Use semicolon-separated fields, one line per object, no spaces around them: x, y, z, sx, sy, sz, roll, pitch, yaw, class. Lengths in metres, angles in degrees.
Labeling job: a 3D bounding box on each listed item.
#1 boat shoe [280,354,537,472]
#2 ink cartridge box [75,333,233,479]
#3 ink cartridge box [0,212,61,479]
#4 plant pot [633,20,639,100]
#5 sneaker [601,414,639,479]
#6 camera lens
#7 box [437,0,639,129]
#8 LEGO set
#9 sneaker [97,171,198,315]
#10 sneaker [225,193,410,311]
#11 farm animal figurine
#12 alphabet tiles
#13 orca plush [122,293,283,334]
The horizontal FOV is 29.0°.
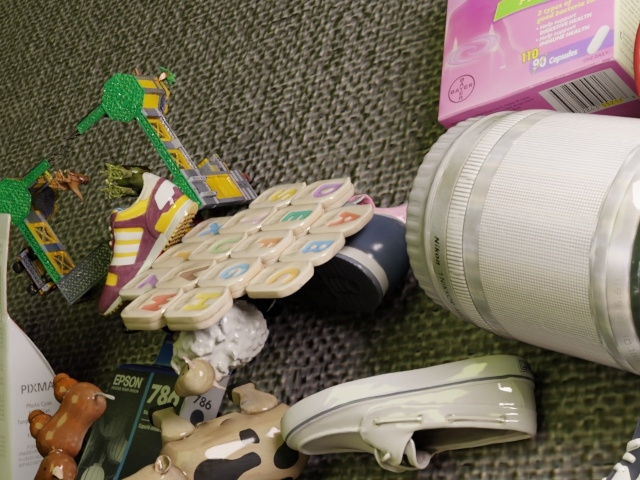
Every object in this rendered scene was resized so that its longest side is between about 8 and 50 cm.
0.086;0.187;1.229;0.267;0.096;0.088;-13;60;15;boat shoe
-0.219;0.261;1.523;0.165;0.065;0.332;0;63;45;ink cartridge box
-0.469;0.154;1.702;0.308;0.091;0.385;1;92;46;ink cartridge box
0.394;-0.161;1.105;0.174;0.191;0.191;-4;62;54;plant pot
0.274;0.198;1.049;0.235;0.094;0.153;-21;49;34;sneaker
0.241;-0.005;1.118;0.274;0.219;0.219;14;75;48;camera lens
0.253;-0.231;1.340;0.213;0.117;0.243;-16;53;38;box
-0.247;-0.062;1.644;0.255;0.192;0.331;48;109;12;LEGO set
-0.228;0.005;1.501;0.084;0.069;0.185;38;102;6;sneaker
0.000;0.000;1.470;0.319;0.112;0.131;13;51;49;sneaker
-0.141;0.269;1.313;0.327;0.330;0.172;-31;24;-15;farm animal figurine
-0.088;0.011;1.366;0.278;0.021;0.284;-2;30;43;alphabet tiles
-0.149;0.102;1.491;0.287;0.151;0.102;-12;56;42;orca plush
